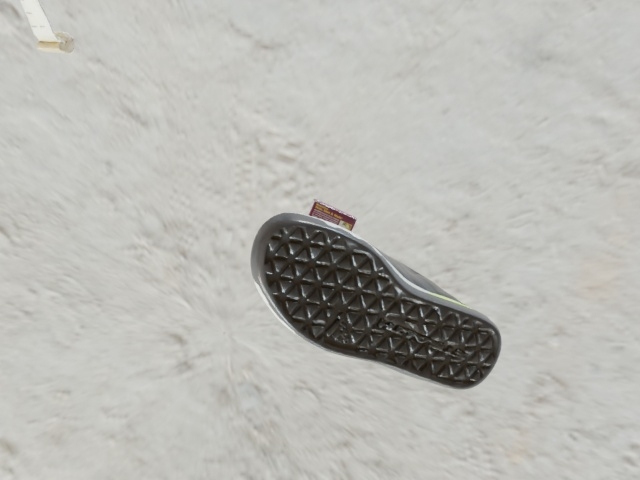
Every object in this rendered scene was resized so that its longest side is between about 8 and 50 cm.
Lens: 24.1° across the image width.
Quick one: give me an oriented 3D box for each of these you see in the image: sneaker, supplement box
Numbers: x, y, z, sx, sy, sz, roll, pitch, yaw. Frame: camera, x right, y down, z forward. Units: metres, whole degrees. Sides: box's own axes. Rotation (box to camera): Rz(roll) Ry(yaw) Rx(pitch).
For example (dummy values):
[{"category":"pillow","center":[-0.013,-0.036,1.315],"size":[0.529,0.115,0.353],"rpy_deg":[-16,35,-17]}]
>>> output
[{"category":"sneaker","center":[0.032,0.047,1.127],"size":[0.234,0.097,0.084],"rpy_deg":[32,93,-30]},{"category":"supplement box","center":[0.000,0.000,1.733],"size":[0.055,0.043,0.083],"rpy_deg":[25,92,-6]}]

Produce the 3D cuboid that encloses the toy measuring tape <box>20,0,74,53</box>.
[{"category":"toy measuring tape","center":[-0.301,-0.349,1.499],"size":[0.121,0.121,0.330],"rpy_deg":[-25,126,-5]}]
